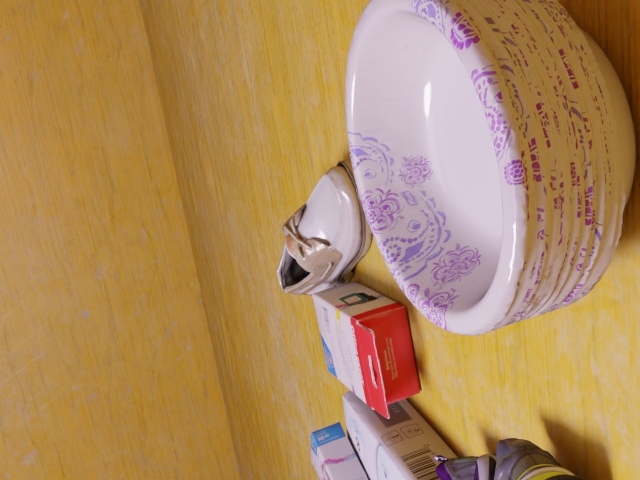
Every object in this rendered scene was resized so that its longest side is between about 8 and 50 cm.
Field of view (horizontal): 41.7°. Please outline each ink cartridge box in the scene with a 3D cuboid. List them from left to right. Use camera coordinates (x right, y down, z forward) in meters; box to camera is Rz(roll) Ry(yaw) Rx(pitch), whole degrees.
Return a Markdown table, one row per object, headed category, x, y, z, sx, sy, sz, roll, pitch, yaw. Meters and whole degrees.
| category | x | y | z | sx | sy | sz | roll | pitch | yaw |
| --- | --- | --- | --- | --- | --- | --- | --- | --- | --- |
| ink cartridge box | 0.030 | 0.353 | 1.272 | 0.088 | 0.052 | 0.122 | 90 | 156 | -46 |
| ink cartridge box | 0.071 | 0.151 | 1.209 | 0.231 | 0.078 | 0.134 | -155 | 51 | -68 |
| ink cartridge box | 0.143 | 0.441 | 1.214 | 0.308 | 0.091 | 0.384 | -137 | 37 | -60 |

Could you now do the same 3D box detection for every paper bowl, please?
| category | x | y | z | sx | sy | sz | roll | pitch | yaw |
| --- | --- | --- | --- | --- | --- | --- | --- | --- | --- |
| paper bowl | 0.140 | -0.076 | 0.689 | 0.284 | 0.148 | 0.284 | 165 | 90 | -73 |

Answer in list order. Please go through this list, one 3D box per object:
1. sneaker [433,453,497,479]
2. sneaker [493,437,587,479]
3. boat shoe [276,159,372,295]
| category | x | y | z | sx | sy | sz | roll | pitch | yaw |
| --- | --- | --- | --- | --- | --- | --- | --- | --- | --- |
| sneaker | 0.160 | 0.353 | 0.948 | 0.098 | 0.083 | 0.223 | -8 | 59 | 39 |
| sneaker | 0.230 | 0.334 | 0.869 | 0.121 | 0.111 | 0.299 | -109 | 13 | -67 |
| boat shoe | 0.000 | 0.000 | 1.259 | 0.302 | 0.103 | 0.113 | 101 | 149 | -55 |
